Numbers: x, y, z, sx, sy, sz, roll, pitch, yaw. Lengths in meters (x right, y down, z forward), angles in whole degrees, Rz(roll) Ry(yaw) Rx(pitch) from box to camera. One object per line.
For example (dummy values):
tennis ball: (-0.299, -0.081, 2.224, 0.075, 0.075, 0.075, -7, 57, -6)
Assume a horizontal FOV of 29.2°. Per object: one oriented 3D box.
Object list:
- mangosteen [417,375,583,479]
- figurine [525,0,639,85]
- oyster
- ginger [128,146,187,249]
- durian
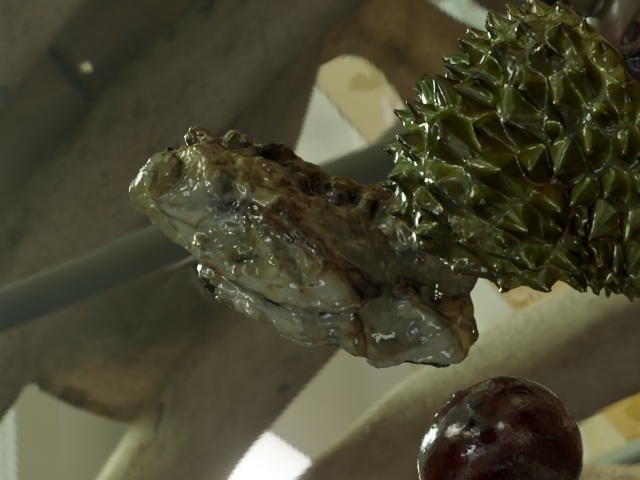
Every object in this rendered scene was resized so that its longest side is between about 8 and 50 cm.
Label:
mangosteen: (0.251, 0.300, 1.566, 0.257, 0.215, 0.215, 48, -170, 25)
figurine: (0.439, -0.365, 1.833, 0.365, 0.206, 0.218, 24, -119, -48)
oyster: (0.000, 0.001, 1.148, 0.107, 0.354, 0.201, 120, 164, -66)
ginger: (-0.114, -0.060, 1.402, 0.122, 0.193, 0.115, -52, -24, -60)
durian: (0.086, -0.036, 0.567, 0.187, 0.108, 0.119, 52, 166, 38)
